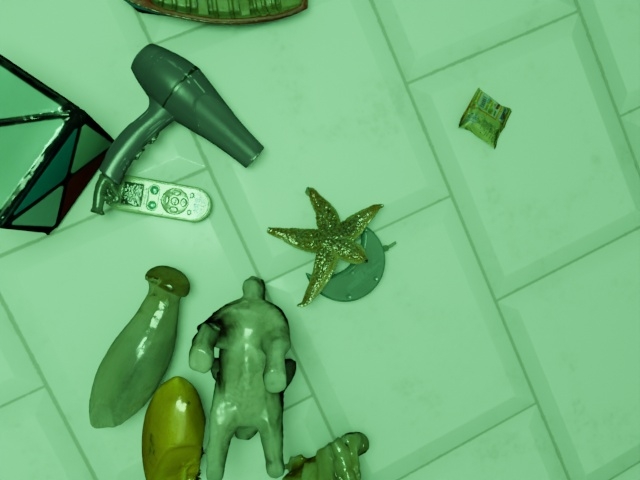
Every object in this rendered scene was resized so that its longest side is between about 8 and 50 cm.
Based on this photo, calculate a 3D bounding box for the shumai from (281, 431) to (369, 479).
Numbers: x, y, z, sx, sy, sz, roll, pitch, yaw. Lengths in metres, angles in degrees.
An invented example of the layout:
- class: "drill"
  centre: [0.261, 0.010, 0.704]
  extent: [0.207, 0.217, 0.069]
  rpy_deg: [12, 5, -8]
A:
- class: "shumai"
  centre: [0.042, 0.543, 0.944]
  extent: [0.266, 0.314, 0.263]
  rpy_deg: [3, 87, 3]

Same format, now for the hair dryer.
- class: "hair dryer"
  centre: [-0.326, -0.182, 0.944]
  extent: [0.301, 0.121, 0.361]
  rpy_deg: [42, 82, -14]

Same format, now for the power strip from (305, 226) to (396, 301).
- class: "power strip"
  centre: [0.082, 0.057, 1.059]
  extent: [0.216, 0.044, 0.137]
  rpy_deg: [-40, 97, -5]

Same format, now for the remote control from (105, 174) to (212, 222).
- class: "remote control"
  centre: [-0.344, -0.089, 0.986]
  extent: [0.221, 0.042, 0.078]
  rpy_deg: [9, 91, -9]

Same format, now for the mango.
- class: "mango"
  centre: [-0.298, 0.392, 0.943]
  extent: [0.126, 0.154, 0.252]
  rpy_deg: [-2, 109, -26]

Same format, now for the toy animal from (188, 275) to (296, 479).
- class: "toy animal"
  centre: [-0.143, 0.264, 0.949]
  extent: [0.194, 0.303, 0.344]
  rpy_deg: [4, 115, -5]

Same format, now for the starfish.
- class: "starfish"
  centre: [0.000, 0.001, 1.025]
  extent: [0.231, 0.048, 0.295]
  rpy_deg: [33, 83, 13]

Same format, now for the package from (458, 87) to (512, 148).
- class: "package"
  centre: [0.397, -0.294, 1.109]
  extent: [0.120, 0.031, 0.108]
  rpy_deg: [27, 88, -14]

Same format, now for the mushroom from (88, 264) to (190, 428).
- class: "mushroom"
  centre: [-0.370, 0.220, 0.951]
  extent: [0.128, 0.128, 0.350]
  rpy_deg: [22, 85, -9]

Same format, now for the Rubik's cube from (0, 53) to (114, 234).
- class: "Rubik's cube"
  centre: [-0.572, -0.179, 0.842]
  extent: [0.246, 0.248, 0.250]
  rpy_deg: [34, 85, -8]

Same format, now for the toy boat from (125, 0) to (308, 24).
- class: "toy boat"
  centre: [-0.222, -0.518, 0.975]
  extent: [0.392, 0.079, 0.136]
  rpy_deg: [-8, 95, -10]
